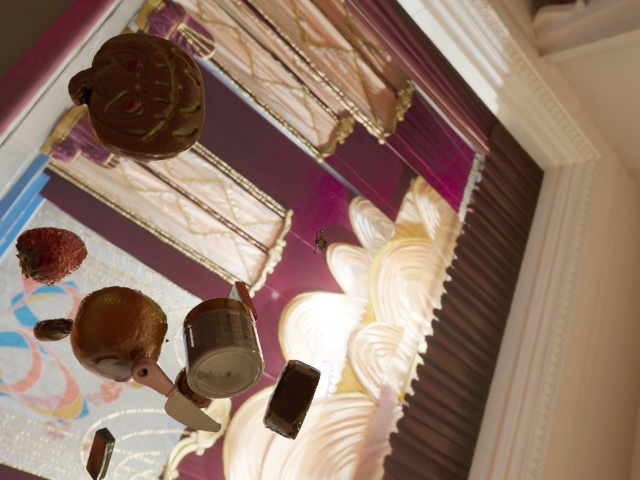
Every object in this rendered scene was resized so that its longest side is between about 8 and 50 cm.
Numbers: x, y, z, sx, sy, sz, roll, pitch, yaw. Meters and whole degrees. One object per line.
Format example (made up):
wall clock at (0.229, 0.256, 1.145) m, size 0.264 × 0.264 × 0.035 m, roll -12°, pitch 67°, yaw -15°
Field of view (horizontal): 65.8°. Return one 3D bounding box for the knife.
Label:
knife at (-0.406, 0.455, 1.390) m, size 0.081 × 0.336 × 0.043 m, roll -41°, pitch -158°, yaw -9°

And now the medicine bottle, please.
medicine bottle at (-0.312, 0.341, 1.577) m, size 0.238 × 0.237 × 0.232 m, roll -46°, pitch -143°, yaw 14°

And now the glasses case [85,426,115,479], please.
glasses case at (-0.779, 0.759, 1.752) m, size 0.077 × 0.039 × 0.184 m, roll 32°, pitch -70°, yaw 31°

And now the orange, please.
orange at (-0.592, 0.292, 1.439) m, size 0.335 × 0.262 × 0.196 m, roll -57°, pitch -170°, yaw 44°

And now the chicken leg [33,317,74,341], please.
chicken leg at (-0.894, 0.302, 1.692) m, size 0.227 × 0.103 × 0.088 m, roll -14°, pitch -115°, yaw 30°

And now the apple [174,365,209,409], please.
apple at (-0.436, 0.514, 1.775) m, size 0.147 × 0.163 × 0.146 m, roll -45°, pitch -171°, yaw -30°

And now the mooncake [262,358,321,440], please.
mooncake at (-0.112, 0.598, 1.882) m, size 0.284 × 0.155 × 0.285 m, roll 24°, pitch 90°, yaw -86°

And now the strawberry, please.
strawberry at (-1.134, 0.058, 2.110) m, size 0.257 × 0.258 × 0.276 m, roll -24°, pitch 180°, yaw 44°

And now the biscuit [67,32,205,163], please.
biscuit at (-0.485, -0.395, 1.332) m, size 0.070 × 0.350 × 0.395 m, roll -41°, pitch -124°, yaw 57°

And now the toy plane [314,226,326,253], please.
toy plane at (0.000, 0.000, 2.063) m, size 0.031 × 0.049 × 0.121 m, roll -128°, pitch -139°, yaw -57°

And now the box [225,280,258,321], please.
box at (-0.349, 0.296, 2.165) m, size 0.123 × 0.050 × 0.229 m, roll -57°, pitch -139°, yaw 24°
